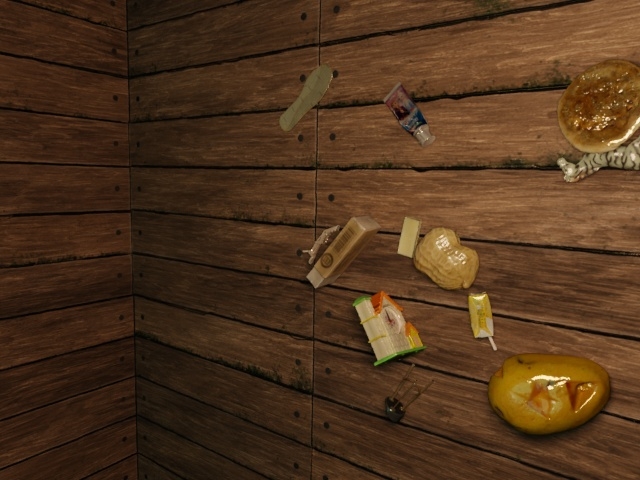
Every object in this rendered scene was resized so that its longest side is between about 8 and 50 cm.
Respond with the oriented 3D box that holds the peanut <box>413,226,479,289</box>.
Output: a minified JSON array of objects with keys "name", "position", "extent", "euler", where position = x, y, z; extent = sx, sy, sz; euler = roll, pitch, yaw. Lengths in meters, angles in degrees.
[{"name":"peanut","position":[0.443,0.071,1.782],"extent":[0.233,0.110,0.196],"euler":[45,119,26]}]

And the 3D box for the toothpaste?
[{"name":"toothpaste","position":[0.324,-0.457,1.854],"extent":[0.096,0.061,0.266],"euler":[-45,63,32]}]

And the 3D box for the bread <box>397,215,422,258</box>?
[{"name":"bread","position":[0.334,-0.013,1.903],"extent":[0.068,0.028,0.153],"euler":[18,106,34]}]

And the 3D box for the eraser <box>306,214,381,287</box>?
[{"name":"eraser","position":[0.089,0.046,2.017],"extent":[0.078,0.144,0.343],"euler":[49,119,20]}]

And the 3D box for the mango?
[{"name":"mango","position":[0.713,0.472,1.597],"extent":[0.365,0.182,0.252],"euler":[-22,78,24]}]

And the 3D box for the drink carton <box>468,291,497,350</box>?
[{"name":"drink carton","position":[0.554,0.280,1.741],"extent":[0.075,0.084,0.199],"euler":[-8,89,13]}]

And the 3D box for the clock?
[{"name":"clock","position":[0.250,0.316,1.890],"extent":[0.106,0.220,0.255],"euler":[-36,66,32]}]

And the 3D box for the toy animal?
[{"name":"toy animal","position":[0.833,-0.272,1.481],"extent":[0.255,0.090,0.169],"euler":[-11,81,45]}]

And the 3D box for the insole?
[{"name":"insole","position":[-0.064,-0.598,2.144],"extent":[0.348,0.009,0.119],"euler":[-43,71,31]}]

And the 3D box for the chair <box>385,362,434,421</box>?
[{"name":"chair","position":[0.323,0.583,1.941],"extent":[0.221,0.104,0.095],"euler":[-60,36,19]}]

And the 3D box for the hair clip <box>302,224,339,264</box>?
[{"name":"hair clip","position":[0.000,0.000,2.145],"extent":[0.072,0.034,0.226],"euler":[50,120,22]}]

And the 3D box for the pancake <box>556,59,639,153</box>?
[{"name":"pancake","position":[0.807,-0.383,1.448],"extent":[0.282,0.049,0.282],"euler":[-22,58,42]}]
